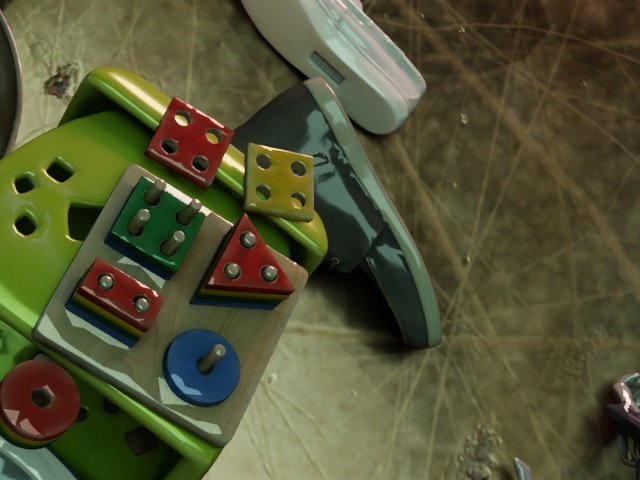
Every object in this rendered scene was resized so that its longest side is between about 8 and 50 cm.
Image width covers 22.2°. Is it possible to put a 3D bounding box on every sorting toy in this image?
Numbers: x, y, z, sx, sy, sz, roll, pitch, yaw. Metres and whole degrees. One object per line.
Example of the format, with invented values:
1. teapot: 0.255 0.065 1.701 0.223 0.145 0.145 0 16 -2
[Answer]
1. sorting toy: -0.077 0.024 0.967 0.132 0.046 0.274 32 55 -10

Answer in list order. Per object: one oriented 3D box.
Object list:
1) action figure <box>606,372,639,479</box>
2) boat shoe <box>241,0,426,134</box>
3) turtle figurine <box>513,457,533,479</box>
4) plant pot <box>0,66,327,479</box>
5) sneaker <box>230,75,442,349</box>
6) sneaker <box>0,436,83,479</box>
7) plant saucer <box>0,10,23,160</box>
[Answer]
1. action figure: 0.304 0.165 1.234 0.164 0.141 0.276 42 94 -11
2. boat shoe: 0.010 -0.167 1.275 0.184 0.066 0.063 43 54 1
3. turtle figurine: 0.173 0.330 1.113 0.266 0.198 0.275 45 71 -5
4. plant pot: -0.137 0.034 1.091 0.227 0.228 0.207 37 61 -4
5. sneaker: 0.000 0.000 1.226 0.118 0.083 0.222 -28 91 -3
6. sneaker: -0.217 0.234 1.037 0.295 0.124 0.178 41 41 2
7. plant saucer: -0.363 -0.102 1.124 0.310 0.050 0.311 7 61 -12
